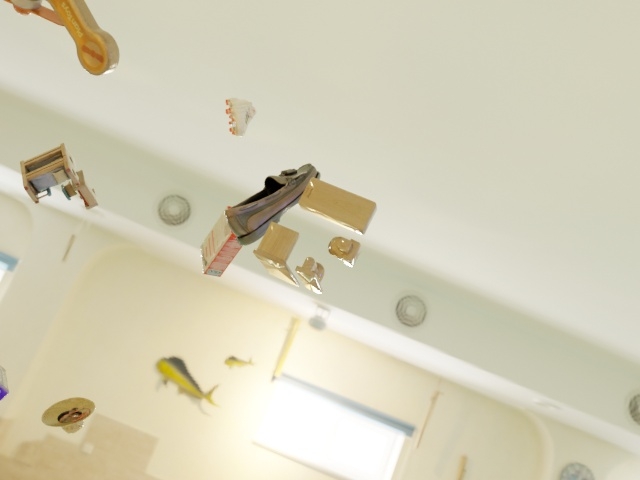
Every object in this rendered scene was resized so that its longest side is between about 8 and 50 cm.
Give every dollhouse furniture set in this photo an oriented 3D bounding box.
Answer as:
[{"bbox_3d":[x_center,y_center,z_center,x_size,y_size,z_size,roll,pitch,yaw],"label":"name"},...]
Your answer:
[{"bbox_3d":[0.000,0.000,1.171,0.144,0.151,0.123,23,-14,16],"label":"dollhouse furniture set"},{"bbox_3d":[-0.708,-0.139,1.965,0.184,0.129,0.129,70,-7,-45],"label":"dollhouse furniture set"}]

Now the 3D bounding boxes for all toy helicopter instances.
[{"bbox_3d":[-0.498,-0.459,1.341,0.235,0.140,0.355,-29,-87,33],"label":"toy helicopter"}]

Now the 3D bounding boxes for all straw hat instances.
[{"bbox_3d":[-0.676,0.489,1.951,0.144,0.144,0.061,10,-62,36],"label":"straw hat"}]

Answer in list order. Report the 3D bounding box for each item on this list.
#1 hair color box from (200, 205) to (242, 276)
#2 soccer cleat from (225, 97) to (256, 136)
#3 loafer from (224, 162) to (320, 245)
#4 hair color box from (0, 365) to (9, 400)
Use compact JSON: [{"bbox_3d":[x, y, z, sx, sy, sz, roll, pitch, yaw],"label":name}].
[{"bbox_3d":[-0.241,0.004,1.793,0.053,0.093,0.167,14,-45,-31],"label":"hair color box"},{"bbox_3d":[-0.199,-0.320,1.834,0.076,0.068,0.196,-3,31,-11],"label":"soccer cleat"},{"bbox_3d":[-0.093,-0.096,1.473,0.096,0.267,0.084,-15,-65,45],"label":"loafer"},{"bbox_3d":[-0.848,0.397,1.565,0.110,0.339,0.185,52,-17,-21],"label":"hair color box"}]
